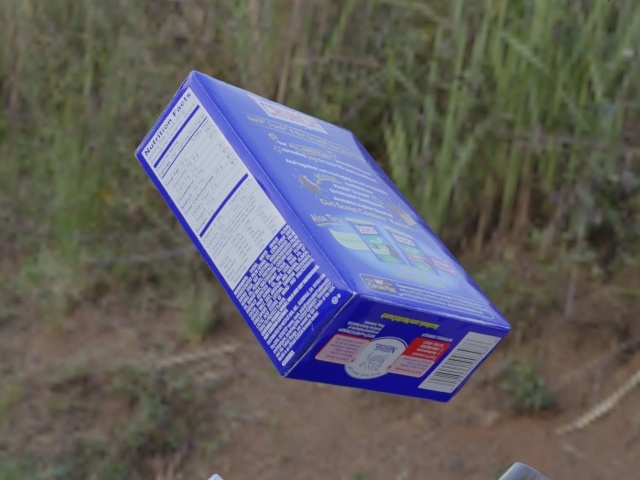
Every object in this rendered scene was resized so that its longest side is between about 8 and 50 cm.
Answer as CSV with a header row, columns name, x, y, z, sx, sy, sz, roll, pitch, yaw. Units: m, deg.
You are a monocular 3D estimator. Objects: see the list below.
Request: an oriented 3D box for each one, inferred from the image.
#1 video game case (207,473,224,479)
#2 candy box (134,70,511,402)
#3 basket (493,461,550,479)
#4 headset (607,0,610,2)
name,x,y,z,sx,sy,sz,roll,pitch,yaw
video game case,-0.213,0.441,1.971,0.061,0.269,0.244,45,13,-11
candy box,0.000,0.000,1.577,0.268,0.122,0.317,15,32,-50
basket,0.175,0.355,1.654,0.154,0.227,0.204,46,-12,-12
headset,0.416,-0.210,1.503,0.185,0.243,0.394,5,22,-32
